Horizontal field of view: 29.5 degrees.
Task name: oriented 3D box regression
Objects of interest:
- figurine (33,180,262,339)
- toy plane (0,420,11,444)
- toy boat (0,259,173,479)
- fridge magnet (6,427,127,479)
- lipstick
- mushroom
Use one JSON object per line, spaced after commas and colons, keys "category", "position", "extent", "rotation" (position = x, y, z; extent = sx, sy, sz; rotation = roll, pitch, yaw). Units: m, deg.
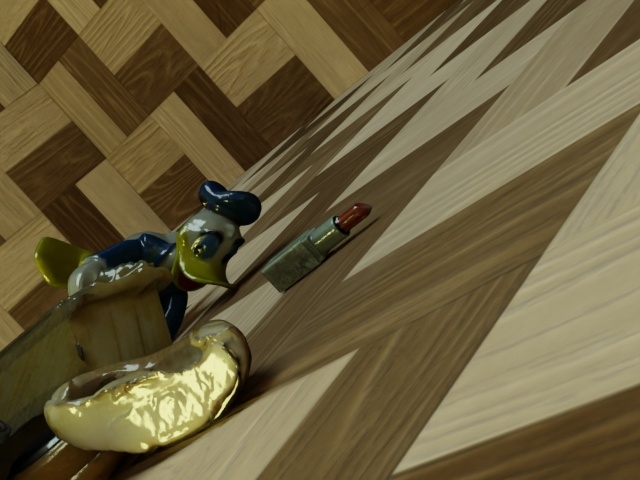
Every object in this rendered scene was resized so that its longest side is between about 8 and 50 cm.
{"category": "figurine", "position": [-0.217, 0.029, 1.507], "extent": [0.338, 0.204, 0.283], "rotation": [-35, 10, 25]}
{"category": "toy plane", "position": [-0.315, 0.223, 0.969], "extent": [0.267, 0.122, 0.267], "rotation": [-39, 45, 53]}
{"category": "toy boat", "position": [-0.277, 0.167, 1.210], "extent": [0.445, 0.136, 0.162], "rotation": [-36, -25, 32]}
{"category": "fridge magnet", "position": [-0.211, 0.187, 1.027], "extent": [0.143, 0.063, 0.143], "rotation": [-38, 9, 7]}
{"category": "lipstick", "position": [0.001, 0.001, 1.143], "extent": [0.129, 0.030, 0.030], "rotation": [-38, 8, 29]}
{"category": "mushroom", "position": [-0.116, 0.112, 0.932], "extent": [0.209, 0.072, 0.094], "rotation": [-24, 12, 31]}
